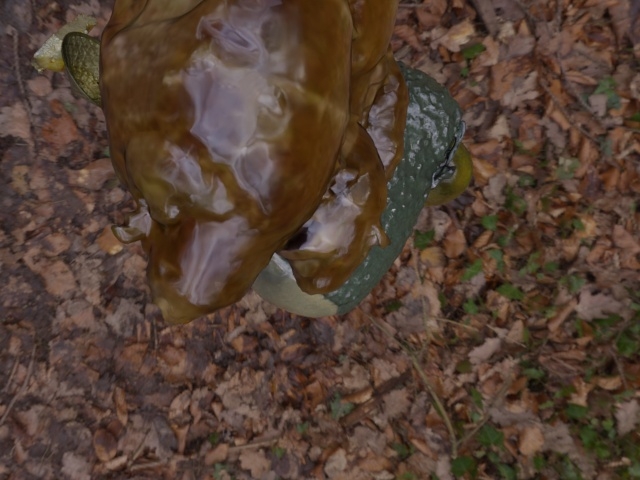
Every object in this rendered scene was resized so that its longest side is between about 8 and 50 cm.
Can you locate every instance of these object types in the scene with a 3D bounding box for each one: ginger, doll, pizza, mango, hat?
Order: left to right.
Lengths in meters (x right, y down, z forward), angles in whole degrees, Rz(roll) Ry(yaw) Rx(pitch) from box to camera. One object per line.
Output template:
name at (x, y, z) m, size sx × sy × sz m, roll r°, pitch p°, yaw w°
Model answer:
pizza at (-0.643, -0.456, 1.527) m, size 0.204 × 0.188 × 0.080 m, roll -33°, pitch 115°, yaw 21°
hat at (-0.377, -0.254, 0.995) m, size 0.067 × 0.146 × 0.146 m, roll -25°, pitch 103°, yaw 22°
ginger at (-0.029, -0.109, 0.449) m, size 0.152 × 0.357 × 0.274 m, roll 4°, pitch 135°, yaw 23°
doll at (0.023, -0.076, 0.791) m, size 0.247 × 0.247 × 0.349 m, roll 40°, pitch 86°, yaw -13°
mango at (0.149, -0.142, 1.039) m, size 0.176 × 0.329 × 0.175 m, roll -2°, pitch 101°, yaw -29°
